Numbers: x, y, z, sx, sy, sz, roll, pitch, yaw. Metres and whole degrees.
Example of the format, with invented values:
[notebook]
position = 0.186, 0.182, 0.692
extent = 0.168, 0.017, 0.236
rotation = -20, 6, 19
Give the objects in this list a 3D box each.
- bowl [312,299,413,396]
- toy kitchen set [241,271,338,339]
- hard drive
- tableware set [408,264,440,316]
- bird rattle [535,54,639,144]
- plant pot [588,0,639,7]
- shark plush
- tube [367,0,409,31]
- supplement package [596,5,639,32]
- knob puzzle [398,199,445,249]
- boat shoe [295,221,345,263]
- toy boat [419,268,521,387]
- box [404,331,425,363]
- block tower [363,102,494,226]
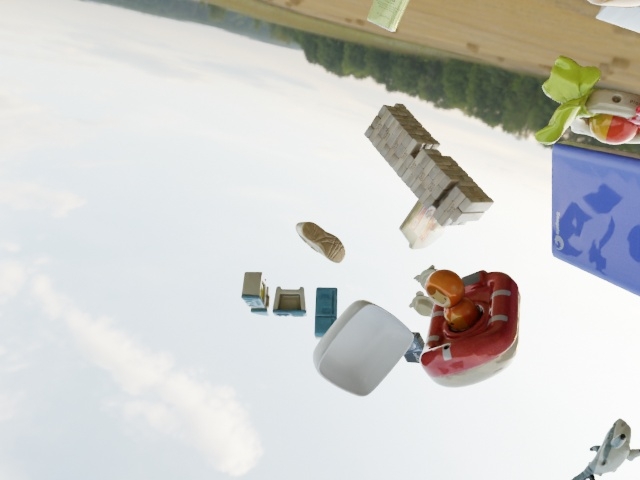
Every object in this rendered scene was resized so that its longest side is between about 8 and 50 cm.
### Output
[bowl]
position = 0.060, 0.163, 0.888
extent = 0.142, 0.142, 0.053
rotation = 38, 180, -37
[toy kitchen set]
position = -0.066, 0.152, 1.298
extent = 0.207, 0.122, 0.166
rotation = 0, 159, 4
[hard drive]
position = 0.470, -0.023, 0.848
extent = 0.040, 0.210, 0.319
rotation = -14, -159, -15
[tableware set]
position = 0.245, 0.120, 1.068
extent = 0.169, 0.141, 0.020
rotation = 28, -134, 9
[bird rattle]
position = 0.494, -0.215, 0.927
extent = 0.254, 0.142, 0.207
rotation = 8, 177, 28
[plant pot]
position = 0.377, -0.446, 0.803
extent = 0.188, 0.205, 0.205
rotation = 2, -159, -4
[shark plush]
position = 0.572, 0.435, 1.139
extent = 0.073, 0.161, 0.067
rotation = 27, -169, -19
[tube]
position = 0.159, -0.515, 1.046
extent = 0.070, 0.240, 0.062
rotation = 4, -149, -37
[supplement package]
position = 0.615, -0.433, 1.011
extent = 0.180, 0.105, 0.105
rotation = 23, -175, 6
[knob puzzle]
position = 0.280, -0.061, 1.482
extent = 0.030, 0.213, 0.213
rotation = 29, -155, 37
[boat shoe]
position = 0.000, 0.000, 1.478
extent = 0.170, 0.063, 0.059
rotation = 43, 167, -36
[toy boat]
position = 0.214, 0.109, 0.870
extent = 0.151, 0.151, 0.231
rotation = 52, -146, -17
[box]
position = 0.215, 0.249, 1.316
extent = 0.067, 0.083, 0.018
rotation = -7, -150, 44
[block tower]
position = 0.228, -0.170, 1.258
extent = 0.097, 0.091, 0.335
rotation = -4, -131, -42
